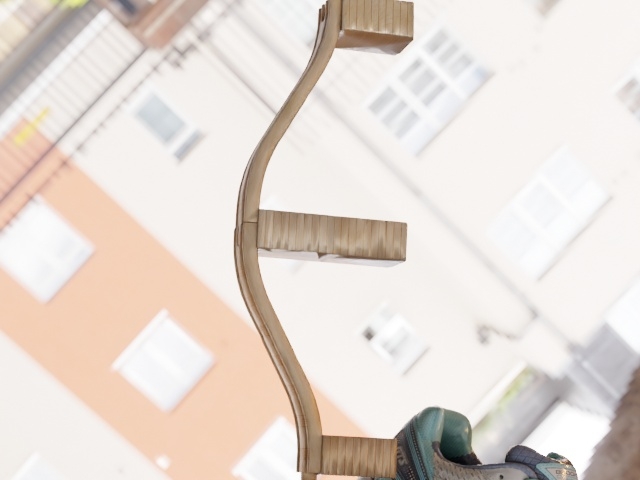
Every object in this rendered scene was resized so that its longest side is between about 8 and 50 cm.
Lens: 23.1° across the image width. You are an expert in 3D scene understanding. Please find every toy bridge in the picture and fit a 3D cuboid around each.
[{"bbox_3d":[0.000,0.000,0.587,0.026,0.063,0.188,152,-58,-73],"label":"toy bridge"}]

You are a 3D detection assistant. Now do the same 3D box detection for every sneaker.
[{"bbox_3d":[0.130,0.193,0.972,0.283,0.110,0.122,31,-90,40],"label":"sneaker"}]
